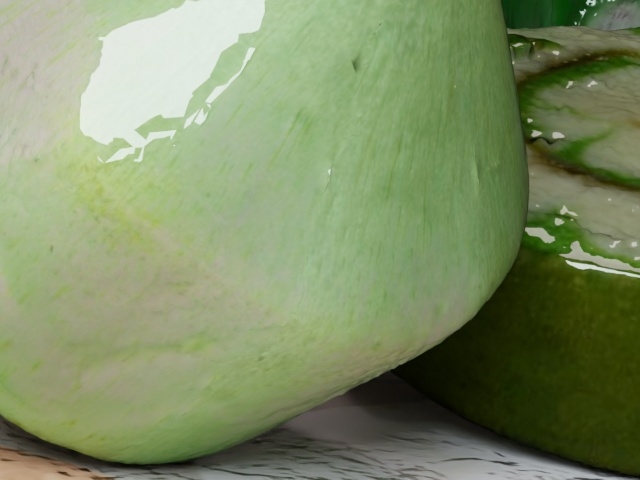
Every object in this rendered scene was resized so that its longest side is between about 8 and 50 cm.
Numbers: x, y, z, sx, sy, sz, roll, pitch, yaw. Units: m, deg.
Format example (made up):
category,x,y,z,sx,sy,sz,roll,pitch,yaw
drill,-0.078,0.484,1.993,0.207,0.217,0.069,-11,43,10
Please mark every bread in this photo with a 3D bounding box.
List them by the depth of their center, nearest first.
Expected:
category,x,y,z,sx,sy,sz,roll,pitch,yaw
bread,0.185,-0.013,1.081,0.382,0.129,0.366,25,31,29

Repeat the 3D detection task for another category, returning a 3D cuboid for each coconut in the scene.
category,x,y,z,sx,sy,sz,roll,pitch,yaw
coconut,-0.049,-0.062,0.867,0.281,0.328,0.328,43,0,-16

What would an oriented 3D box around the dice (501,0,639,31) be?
category,x,y,z,sx,sy,sz,roll,pitch,yaw
dice,0.315,-0.143,1.777,0.297,0.287,0.300,6,9,-10
